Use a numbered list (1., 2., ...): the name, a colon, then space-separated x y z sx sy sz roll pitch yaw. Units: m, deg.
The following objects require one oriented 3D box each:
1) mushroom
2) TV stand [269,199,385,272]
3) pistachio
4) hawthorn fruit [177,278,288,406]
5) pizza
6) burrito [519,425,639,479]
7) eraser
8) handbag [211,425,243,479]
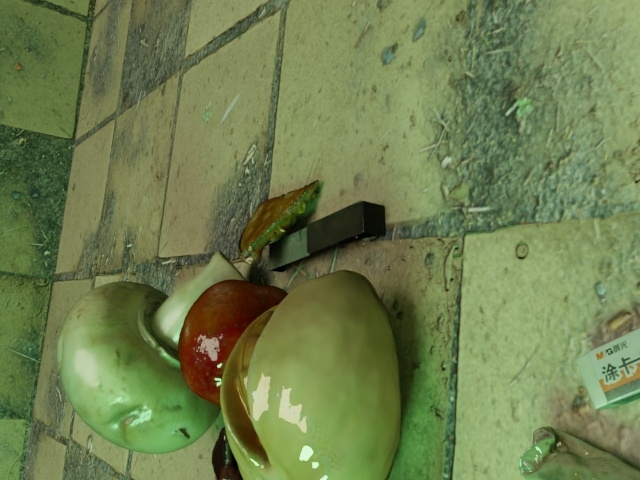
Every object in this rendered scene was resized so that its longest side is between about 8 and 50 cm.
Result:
1. mushroom: -0.290 0.188 1.186 0.315 0.315 0.356 -28 29 49
2. TV stand: 0.000 0.000 1.028 0.256 0.040 0.049 -23 63 51
3. pistachio: -0.001 0.189 0.819 0.230 0.229 0.309 -38 35 44
4. hawthorn fruit: -0.117 0.163 0.987 0.225 0.196 0.197 -91 23 -71
5. pizza: -0.065 -0.044 1.122 0.176 0.036 0.185 -38 21 10
6. burrito: 0.273 0.238 0.541 0.275 0.059 0.082 25 94 56
7. eraser: 0.284 0.103 0.587 0.122 0.029 0.052 -43 47 42
8. handbag: -0.108 0.400 0.946 0.275 0.084 0.260 110 157 -64
